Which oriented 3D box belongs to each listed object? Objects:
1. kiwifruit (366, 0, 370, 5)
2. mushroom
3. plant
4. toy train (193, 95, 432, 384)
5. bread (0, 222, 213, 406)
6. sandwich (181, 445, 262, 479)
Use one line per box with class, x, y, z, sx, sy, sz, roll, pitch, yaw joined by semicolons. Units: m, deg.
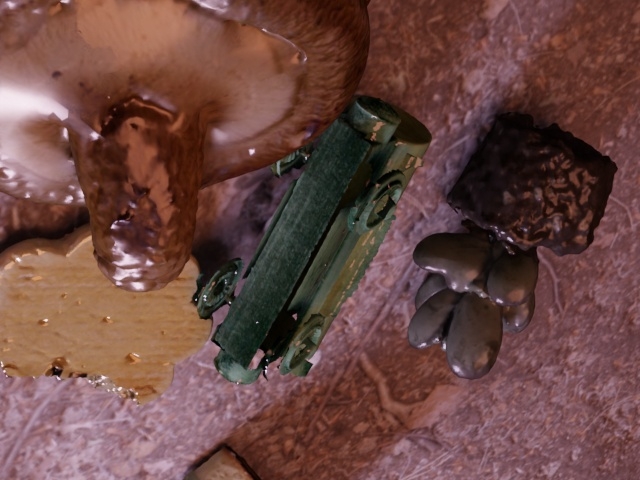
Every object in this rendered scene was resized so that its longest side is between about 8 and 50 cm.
kiwifruit;-0.010;-0.220;1.207;0.124;0.075;0.075;3;121;-33
mushroom;-0.145;-0.150;1.059;0.345;0.239;0.345;-26;141;-24
plant;0.182;0.008;1.462;0.149;0.146;0.274;24;110;-13
toy train;0.007;0.004;1.342;0.189;0.126;0.307;-5;128;-56
bread;-0.204;0.062;1.322;0.251;0.039;0.182;22;109;-43
sandwich;-0.055;0.353;1.550;0.108;0.186;0.220;-36;136;-8
